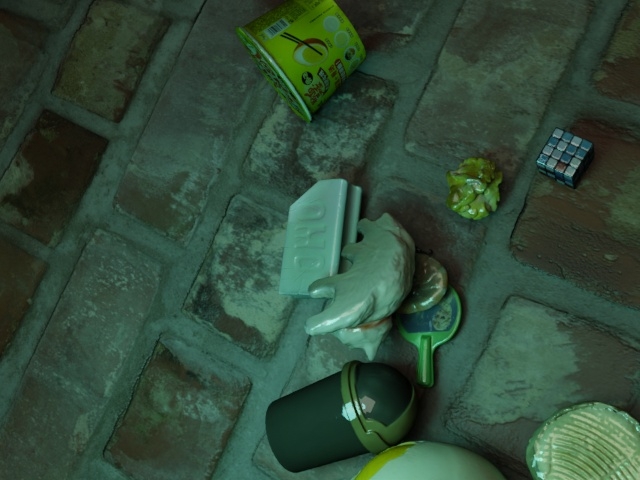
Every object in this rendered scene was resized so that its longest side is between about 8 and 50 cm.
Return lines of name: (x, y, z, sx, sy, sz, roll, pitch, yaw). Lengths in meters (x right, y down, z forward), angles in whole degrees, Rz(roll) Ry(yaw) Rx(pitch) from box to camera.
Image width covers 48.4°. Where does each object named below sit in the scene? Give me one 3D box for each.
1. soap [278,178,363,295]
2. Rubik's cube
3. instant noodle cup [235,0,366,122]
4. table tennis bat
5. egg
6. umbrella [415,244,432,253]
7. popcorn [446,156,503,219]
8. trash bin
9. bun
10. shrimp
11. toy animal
soap: (0.000, 0.000, 1.759, 0.173, 0.095, 0.289, -1, 76, 37)
Rubik's cube: (0.549, -0.184, 1.594, 0.092, 0.092, 0.092, 30, 90, 26)
instant noodle cup: (-0.037, -0.485, 1.821, 0.221, 0.311, 0.311, -38, 66, 0)
table tennis bat: (0.249, 0.211, 1.656, 0.161, 0.039, 0.257, -2, 74, 27)
egg: (0.225, 0.550, 1.445, 0.345, 0.283, 0.283, -11, 71, -6)
umbrella: (0.202, 0.013, 1.732, 0.149, 0.022, 0.022, 13, 41, 25)
popcorn: (0.356, -0.123, 1.651, 0.145, 0.126, 0.125, -61, 37, 17)
trash bin: (0.059, 0.388, 1.598, 0.334, 0.214, 0.214, -23, 69, 22)
bun: (0.548, 0.450, 1.408, 0.260, 0.152, 0.259, -6, 65, 13)
shrimp: (0.186, 0.101, 1.688, 0.254, 0.059, 0.145, 2, 80, 33)
toy animal: (0.119, 0.104, 1.622, 0.266, 0.188, 0.307, -33, 28, 19)
